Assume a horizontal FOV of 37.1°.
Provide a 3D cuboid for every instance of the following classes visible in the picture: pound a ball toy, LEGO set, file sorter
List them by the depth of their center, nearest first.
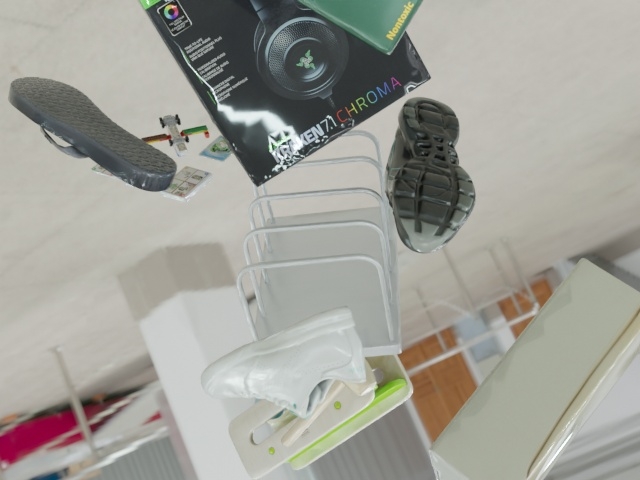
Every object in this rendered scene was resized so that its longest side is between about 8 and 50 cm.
[{"bbox_3d":[0.000,0.000,1.269,0.193,0.277,0.173,-5,131,7],"label":"file sorter"},{"bbox_3d":[-0.015,0.237,1.460,0.319,0.135,0.208,-40,155,27],"label":"pound a ball toy"},{"bbox_3d":[-0.223,-0.137,1.544,0.244,0.183,0.060,-50,148,-44],"label":"LEGO set"}]

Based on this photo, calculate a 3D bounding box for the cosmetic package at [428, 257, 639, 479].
[{"bbox_3d":[0.274,0.190,1.173,0.309,0.113,0.160,-49,155,-14],"label":"cosmetic package"}]

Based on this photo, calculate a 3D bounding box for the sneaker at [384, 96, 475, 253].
[{"bbox_3d":[0.129,-0.065,1.173,0.101,0.267,0.106,15,131,-4],"label":"sneaker"}]

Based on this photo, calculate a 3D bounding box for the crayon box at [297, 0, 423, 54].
[{"bbox_3d":[0.012,-0.391,0.777,0.363,0.313,0.106,-59,-163,12],"label":"crayon box"}]

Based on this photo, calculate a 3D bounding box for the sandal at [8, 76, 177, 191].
[{"bbox_3d":[-0.290,-0.124,1.159,0.097,0.254,0.054,-22,143,-56],"label":"sandal"}]

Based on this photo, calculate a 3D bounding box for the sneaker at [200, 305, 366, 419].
[{"bbox_3d":[-0.041,0.146,0.995,0.212,0.094,0.080,-28,169,37],"label":"sneaker"}]

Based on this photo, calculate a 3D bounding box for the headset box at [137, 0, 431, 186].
[{"bbox_3d":[-0.053,-0.252,1.110,0.246,0.283,0.131,-32,-162,-2],"label":"headset box"}]
